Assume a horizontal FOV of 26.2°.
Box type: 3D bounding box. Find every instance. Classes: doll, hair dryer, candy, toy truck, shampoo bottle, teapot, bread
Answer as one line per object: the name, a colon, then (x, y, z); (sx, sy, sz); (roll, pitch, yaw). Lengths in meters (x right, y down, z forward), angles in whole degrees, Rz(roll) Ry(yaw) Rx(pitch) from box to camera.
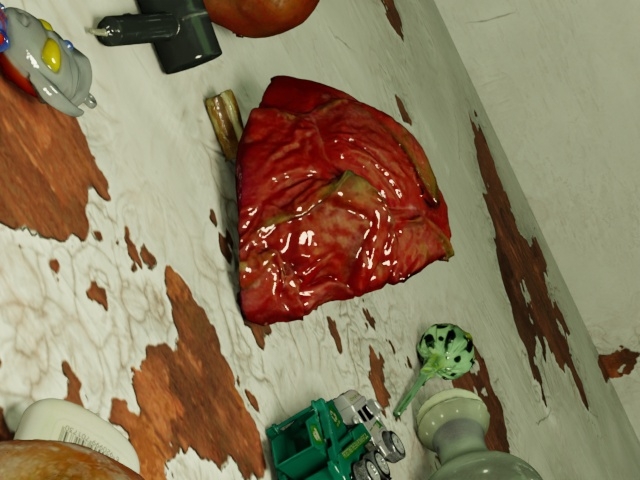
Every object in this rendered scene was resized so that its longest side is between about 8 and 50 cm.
doll: (-0.261, -0.171, 1.199); (0.104, 0.062, 0.194); (33, -6, 46)
hair dryer: (-0.193, -0.241, 1.493); (0.124, 0.071, 0.219); (67, 26, -4)
candy: (0.164, 0.206, 2.063); (0.091, 0.083, 0.305); (40, 26, 4)
toy truck: (0.010, 0.229, 1.510); (0.116, 0.110, 0.216); (59, 18, 3)
shampoo bottle: (-0.192, 0.220, 0.973); (0.108, 0.051, 0.221); (41, 37, -27)
teapot: (0.210, 0.325, 1.912); (0.183, 0.183, 0.251); (59, 10, -32)
bread: (-0.109, -0.139, 1.658); (0.047, 0.036, 0.083); (-29, 102, -72)

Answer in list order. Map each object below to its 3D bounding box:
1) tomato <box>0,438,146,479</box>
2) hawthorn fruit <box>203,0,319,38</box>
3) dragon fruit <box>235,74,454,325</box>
tomato: (-0.160, 0.219, 0.845); (0.180, 0.155, 0.214); (17, 51, -43)
hawthorn fruit: (-0.073, -0.338, 1.755); (0.202, 0.185, 0.185); (37, 36, -69)
dragon fruit: (0.000, 0.000, 1.642); (0.240, 0.302, 0.330); (108, 10, -45)
